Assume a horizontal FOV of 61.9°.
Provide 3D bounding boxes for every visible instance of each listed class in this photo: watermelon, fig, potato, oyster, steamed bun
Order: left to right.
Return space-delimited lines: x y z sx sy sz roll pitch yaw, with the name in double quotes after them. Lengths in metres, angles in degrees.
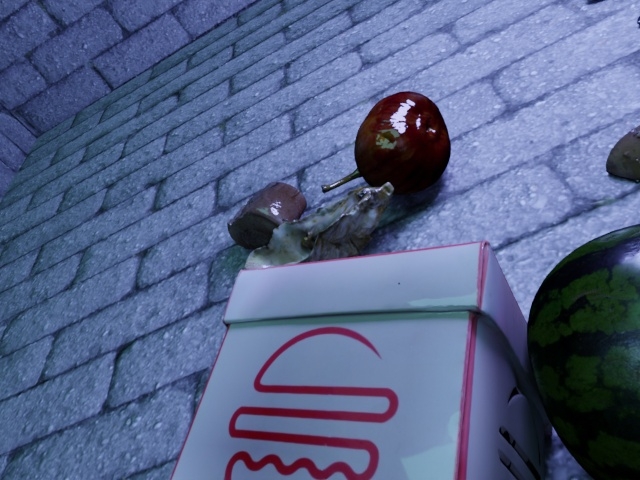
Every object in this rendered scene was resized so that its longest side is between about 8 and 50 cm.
-0.120 -0.061 1.180 0.175 0.106 0.144 -16 33 42 "steamed bun"
0.002 0.002 1.034 0.341 0.110 0.166 -33 28 9 "oyster"
0.141 -0.173 1.078 0.249 0.186 0.203 -37 37 60 "fig"
0.528 -0.149 0.799 0.172 0.089 0.100 -24 42 14 "potato"
0.351 0.120 0.506 0.285 0.285 0.285 -21 40 19 "watermelon"

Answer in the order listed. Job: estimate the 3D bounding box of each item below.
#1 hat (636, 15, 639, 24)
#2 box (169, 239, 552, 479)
0.692 -0.456 1.001 0.140 0.129 0.227 -3 64 6 "hat"
0.068 0.219 0.592 0.312 0.314 0.300 -9 49 31 "box"
